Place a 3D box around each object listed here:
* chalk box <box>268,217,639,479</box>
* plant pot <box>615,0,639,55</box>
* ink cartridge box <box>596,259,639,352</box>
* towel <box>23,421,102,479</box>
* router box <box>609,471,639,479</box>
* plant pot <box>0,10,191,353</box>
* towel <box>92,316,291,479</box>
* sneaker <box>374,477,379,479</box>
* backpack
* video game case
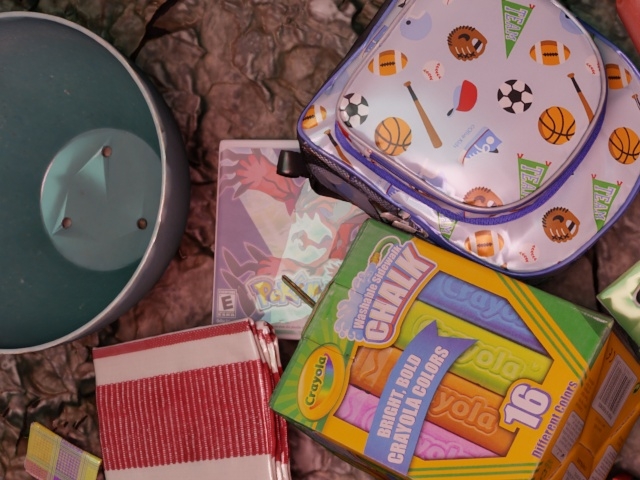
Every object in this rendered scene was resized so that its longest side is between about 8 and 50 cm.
[{"bbox_3d":[0.088,0.111,1.268,0.289,0.180,0.179,23,79,29],"label":"chalk box"},{"bbox_3d":[0.378,-0.130,1.207,0.272,0.272,0.265,-32,69,14],"label":"plant pot"},{"bbox_3d":[0.337,0.094,1.297,0.109,0.062,0.209,-41,76,12],"label":"ink cartridge box"},{"bbox_3d":[-0.246,0.211,1.496,0.083,0.009,0.060,26,120,19],"label":"towel"},{"bbox_3d":[0.306,0.404,1.278,0.301,0.082,0.335,25,94,18],"label":"router box"},{"bbox_3d":[-0.234,-0.043,1.420,0.290,0.195,0.290,-1,86,18],"label":"plant pot"},{"bbox_3d":[-0.108,0.244,1.407,0.237,0.037,0.329,-13,81,42],"label":"towel"},{"bbox_3d":[0.114,0.212,1.371,0.170,0.051,0.089,-35,77,18],"label":"sneaker"},{"bbox_3d":[0.141,-0.096,1.296,0.263,0.213,0.276,37,89,0],"label":"backpack"},{"bbox_3d":[0.000,0.000,1.432,0.201,0.023,0.183,1,87,18],"label":"video game case"}]
